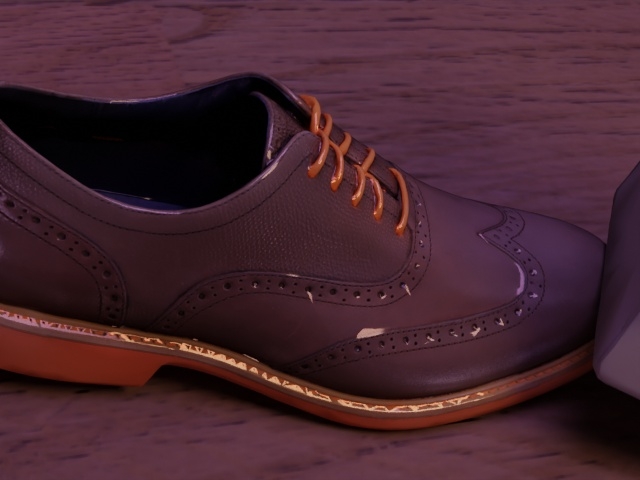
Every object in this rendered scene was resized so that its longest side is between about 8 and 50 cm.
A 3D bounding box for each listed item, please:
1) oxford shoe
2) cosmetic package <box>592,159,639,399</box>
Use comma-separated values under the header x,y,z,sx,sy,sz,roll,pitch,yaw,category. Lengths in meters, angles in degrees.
x,y,z,sx,sy,sz,roll,pitch,yaw,category
0.000,0.000,0.714,0.363,0.133,0.130,3,42,-21,oxford shoe
0.349,0.034,0.704,0.385,0.217,0.156,25,41,-3,cosmetic package
